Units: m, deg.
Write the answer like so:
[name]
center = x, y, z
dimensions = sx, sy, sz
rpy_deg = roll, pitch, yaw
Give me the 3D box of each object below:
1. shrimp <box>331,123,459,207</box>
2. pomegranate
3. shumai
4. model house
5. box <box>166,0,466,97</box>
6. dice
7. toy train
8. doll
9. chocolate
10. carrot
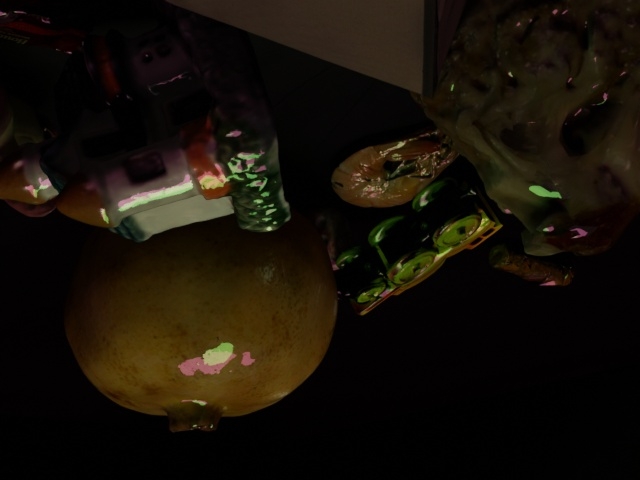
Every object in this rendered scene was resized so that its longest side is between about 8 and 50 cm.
[shrimp]
center = 0.122, -0.116, 1.333
dimensions = 0.145, 0.061, 0.267
rpy_deg = 22, 149, -33
[pomegranate]
center = -0.181, 0.107, 1.385
dimensions = 0.417, 0.416, 0.416
rpy_deg = -4, 159, -2
[shumai]
center = 0.267, -0.144, 0.976
dimensions = 0.346, 0.283, 0.217
rpy_deg = -7, 161, 10
[model house]
center = -0.199, -0.113, 0.884
dimensions = 0.301, 0.271, 0.190
rpy_deg = -19, 157, 0
[box]
center = -0.004, -0.252, 0.693
dimensions = 0.252, 0.153, 0.188
rpy_deg = 20, 161, 13
[dice]
center = 0.000, 0.000, 1.554
dimensions = 0.093, 0.094, 0.091
rpy_deg = -16, 160, 24
[toy train]
center = 0.150, 0.013, 1.478
dimensions = 0.296, 0.100, 0.161
rpy_deg = -38, 155, 21
[doll]
center = -0.390, -0.114, 1.034
dimensions = 0.152, 0.196, 0.256
rpy_deg = -36, 170, 0
[chocolate]
center = -0.336, -0.234, 0.958
dimensions = 0.183, 0.028, 0.086
rpy_deg = 7, 159, -31
[carrot]
center = 0.424, 0.049, 1.819
dimensions = 0.229, 0.068, 0.069
rpy_deg = 15, 151, -38
